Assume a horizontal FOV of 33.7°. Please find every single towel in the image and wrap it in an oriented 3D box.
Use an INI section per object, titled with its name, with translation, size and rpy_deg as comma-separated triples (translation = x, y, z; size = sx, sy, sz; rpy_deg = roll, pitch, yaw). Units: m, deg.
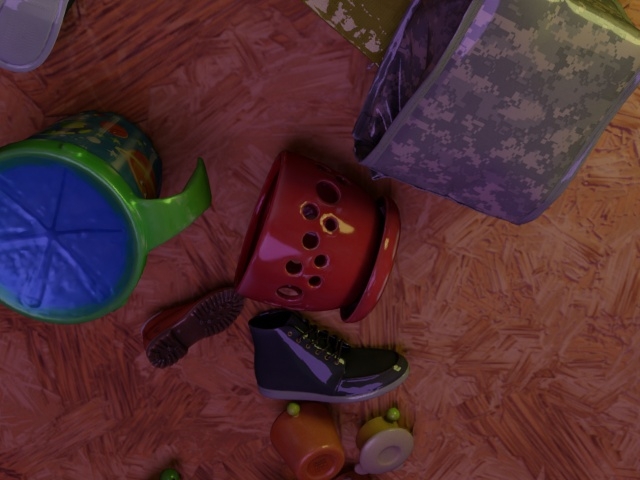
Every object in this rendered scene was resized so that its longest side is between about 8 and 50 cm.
[towel]
translation = 0.010, -0.310, 1.226
size = 0.237, 0.021, 0.102
rpy_deg = 40, 123, -3

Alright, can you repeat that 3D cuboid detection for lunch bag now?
[lunch bag]
translation = 0.193, -0.168, 1.191
size = 0.235, 0.169, 0.287
rpy_deg = 19, 119, -22

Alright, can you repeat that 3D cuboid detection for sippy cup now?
[sippy cup]
translation = -0.303, -0.050, 1.320
size = 0.305, 0.224, 0.240
rpy_deg = 25, 118, -5

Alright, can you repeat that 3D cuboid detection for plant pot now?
[plant pot]
translation = 0.000, 0.000, 1.325
size = 0.174, 0.191, 0.191
rpy_deg = 17, 119, -9

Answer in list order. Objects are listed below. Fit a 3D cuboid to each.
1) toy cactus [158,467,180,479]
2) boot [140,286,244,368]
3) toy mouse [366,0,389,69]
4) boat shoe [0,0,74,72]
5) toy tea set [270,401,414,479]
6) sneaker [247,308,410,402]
[toy cactus]
translation = -0.270, 0.446, 1.658
size = 0.180, 0.112, 0.219
rpy_deg = 11, 129, 14
[boot]
translation = -0.182, 0.105, 1.479
size = 0.158, 0.084, 0.059
rpy_deg = -33, 121, -6
[toy mouse]
translation = 0.121, -0.283, 1.240
size = 0.160, 0.031, 0.143
rpy_deg = -6, 117, 13
[boat shoe]
translation = -0.314, -0.342, 1.242
size = 0.114, 0.091, 0.302
rpy_deg = 27, 118, -29
[toy tea set]
translation = -0.006, 0.365, 1.581
size = 0.200, 0.124, 0.336
rpy_deg = 6, 119, -29
[sneaker]
translation = 0.008, 0.155, 1.462
size = 0.221, 0.083, 0.118
rpy_deg = -5, 116, 13
